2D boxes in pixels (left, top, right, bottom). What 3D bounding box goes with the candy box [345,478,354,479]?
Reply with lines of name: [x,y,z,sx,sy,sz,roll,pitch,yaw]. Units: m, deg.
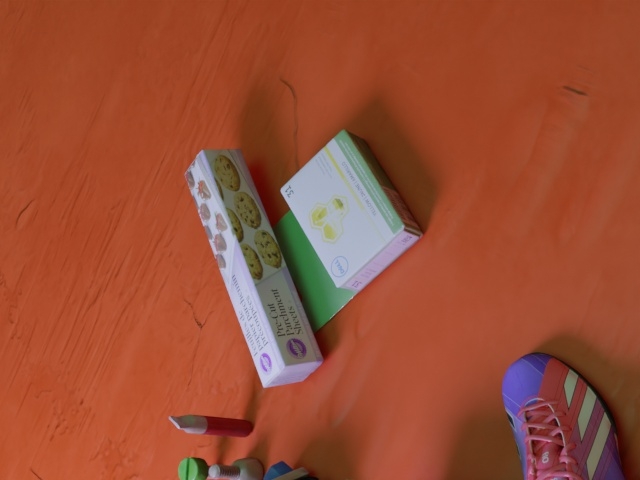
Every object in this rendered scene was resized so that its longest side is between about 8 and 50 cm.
candy box: [0.055,0.428,1.392,0.183,0.087,0.317,1,73,63]

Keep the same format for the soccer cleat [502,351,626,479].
soccer cleat: [0.254,0.238,1.362,0.108,0.116,0.318,-42,46,26]

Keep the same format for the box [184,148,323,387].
box: [-0.089,0.030,1.698,0.063,0.067,0.324,-48,56,47]

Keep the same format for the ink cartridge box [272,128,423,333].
ink cartridge box: [0.000,0.000,1.670,0.235,0.056,0.171,-42,57,20]

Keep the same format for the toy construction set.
toy construction set: [-0.129,0.350,1.567,0.257,0.237,0.309,-37,59,25]
